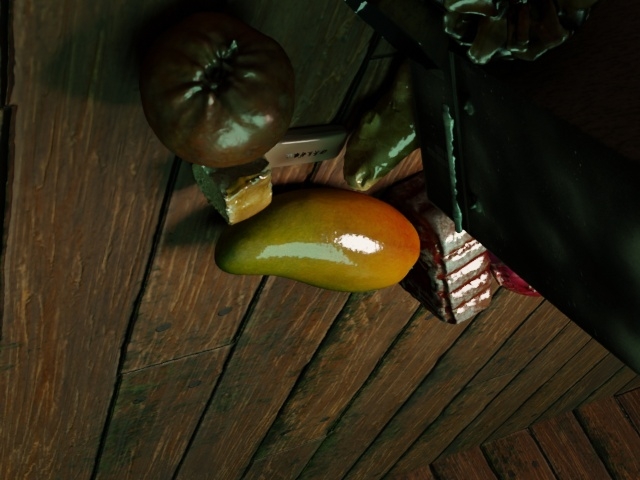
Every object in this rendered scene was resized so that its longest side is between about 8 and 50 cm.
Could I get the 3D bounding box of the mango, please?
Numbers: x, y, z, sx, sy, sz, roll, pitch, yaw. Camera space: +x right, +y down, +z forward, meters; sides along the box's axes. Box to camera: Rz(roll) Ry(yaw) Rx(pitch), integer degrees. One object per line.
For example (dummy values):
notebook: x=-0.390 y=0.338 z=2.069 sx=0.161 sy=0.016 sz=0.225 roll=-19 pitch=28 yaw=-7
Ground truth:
mango: x=0.005 y=-0.002 z=1.284 sx=0.289 sy=0.129 sz=0.146 roll=8 pitch=152 yaw=-43

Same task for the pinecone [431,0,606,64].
pinecone: x=0.173 y=-0.256 z=0.885 sx=0.179 sy=0.184 sz=0.204 roll=-49 pitch=-178 yaw=42

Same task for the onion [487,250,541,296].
onion: x=0.305 y=-0.032 z=1.486 sx=0.230 sy=0.163 sz=0.230 roll=-14 pitch=113 yaw=-37

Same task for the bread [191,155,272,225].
bread: x=-0.098 y=-0.071 z=1.125 sx=0.070 sy=0.076 sz=0.083 roll=-32 pitch=157 yaw=-18

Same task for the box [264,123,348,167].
box: x=-0.022 y=-0.112 z=1.172 sx=0.115 sy=0.025 sz=0.048 roll=-10 pitch=152 yaw=-33

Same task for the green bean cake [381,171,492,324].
green bean cake: x=0.159 y=0.002 z=1.447 sx=0.097 sy=0.198 sz=0.232 roll=-30 pitch=140 yaw=-14

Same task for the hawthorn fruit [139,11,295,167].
hawthorn fruit: x=-0.091 y=-0.126 z=0.938 sx=0.149 sy=0.149 sz=0.189 roll=-25 pitch=151 yaw=-4

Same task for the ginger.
ginger: x=0.106 y=-0.146 z=1.170 sx=0.115 sy=0.081 sz=0.205 roll=-17 pitch=150 yaw=-54

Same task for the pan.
pan: x=0.056 y=-0.231 z=0.920 sx=0.048 sy=0.128 sz=0.202 roll=-54 pitch=148 yaw=4

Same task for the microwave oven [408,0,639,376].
microwave oven: x=0.343 y=-0.098 z=0.993 sx=0.374 sy=0.432 sz=0.236 roll=-24 pitch=129 yaw=-17
